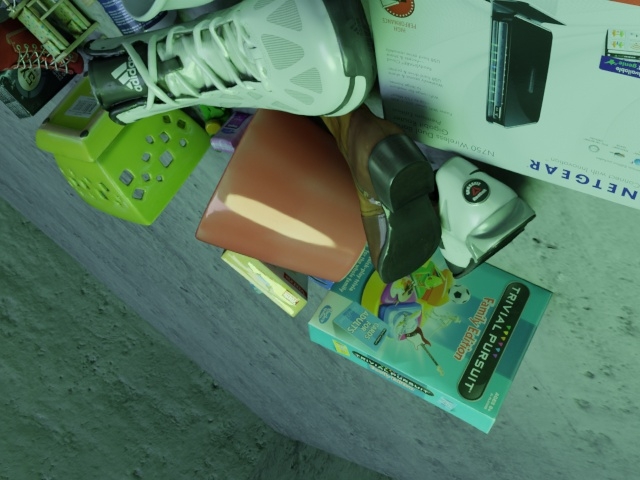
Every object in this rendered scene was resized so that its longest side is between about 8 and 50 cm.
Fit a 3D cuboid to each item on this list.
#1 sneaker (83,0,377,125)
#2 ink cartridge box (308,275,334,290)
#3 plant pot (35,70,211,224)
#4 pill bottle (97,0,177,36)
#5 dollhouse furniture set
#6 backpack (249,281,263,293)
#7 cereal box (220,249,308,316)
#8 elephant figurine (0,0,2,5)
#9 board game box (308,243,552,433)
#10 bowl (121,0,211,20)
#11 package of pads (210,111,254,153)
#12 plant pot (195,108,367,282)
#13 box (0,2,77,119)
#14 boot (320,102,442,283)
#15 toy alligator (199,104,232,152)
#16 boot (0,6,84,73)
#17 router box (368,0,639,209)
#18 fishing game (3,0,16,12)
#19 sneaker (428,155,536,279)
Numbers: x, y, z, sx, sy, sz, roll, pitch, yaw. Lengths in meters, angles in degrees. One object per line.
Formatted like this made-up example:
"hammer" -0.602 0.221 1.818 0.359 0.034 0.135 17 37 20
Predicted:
"sneaker" -0.130 -0.194 0.767 0.448 0.258 0.169 23 133 63
"ink cartridge box" 0.000 0.000 1.333 0.186 0.065 0.311 27 152 16
"plant pot" -0.386 -0.192 1.235 0.228 0.227 0.207 17 155 37
"pill bottle" -0.281 -0.362 0.985 0.094 0.094 0.169 11 146 41
"dollhouse furniture set" -0.430 -0.373 1.137 0.182 0.101 0.161 47 152 -25
"backpack" -0.122 0.065 1.532 0.084 0.114 0.105 -8 134 28
"cereal box" -0.099 0.036 1.240 0.173 0.047 0.240 41 -169 -12
"elephant figurine" -0.621 -0.521 1.082 0.169 0.186 0.239 60 154 27
"board game box" 0.188 0.131 1.114 0.336 0.253 0.079 25 153 18
"bowl" -0.122 -0.374 0.659 0.298 0.134 0.297 15 107 58
"package of pads" -0.153 -0.192 1.149 0.050 0.083 0.032 16 145 27
"plant pot" -0.036 -0.069 1.054 0.243 0.274 0.275 26 156 -7
"box" -0.625 -0.367 1.330 0.078 0.147 0.180 5 142 47
"boot" 0.049 -0.102 0.892 0.280 0.096 0.264 57 173 37
"toy alligator" -0.187 -0.229 1.169 0.052 0.056 0.189 -12 146 -2
"boot" -0.535 -0.340 1.188 0.176 0.244 0.088 22 119 -19
"router box" 0.221 -0.200 0.684 0.336 0.082 0.301 22 152 25
"fishing game" -0.450 -0.455 0.993 0.264 0.041 0.189 -7 135 25
"sneaker" 0.212 -0.039 0.935 0.146 0.122 0.330 51 176 13
